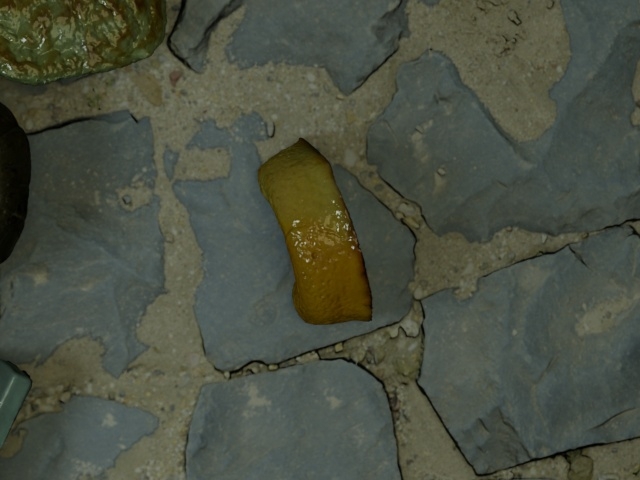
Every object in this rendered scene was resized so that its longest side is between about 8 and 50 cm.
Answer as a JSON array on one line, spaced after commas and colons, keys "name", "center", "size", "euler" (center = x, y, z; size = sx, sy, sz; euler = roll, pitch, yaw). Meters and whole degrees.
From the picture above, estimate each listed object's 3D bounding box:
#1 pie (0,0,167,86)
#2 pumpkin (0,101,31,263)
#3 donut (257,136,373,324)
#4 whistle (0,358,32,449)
[{"name": "pie", "center": [-0.312, -0.292, 1.674], "size": [0.247, 0.090, 0.201], "euler": [-14, 85, -17]}, {"name": "pumpkin", "center": [-0.455, -0.057, 1.581], "size": [0.260, 0.189, 0.260], "euler": [-1, 93, -18]}, {"name": "donut", "center": [-0.001, -0.005, 1.745], "size": [0.101, 0.152, 0.259], "euler": [-16, 94, -9]}, {"name": "whistle", "center": [-0.474, 0.257, 1.603], "size": [0.163, 0.163, 0.290], "euler": [26, 83, -16]}]
